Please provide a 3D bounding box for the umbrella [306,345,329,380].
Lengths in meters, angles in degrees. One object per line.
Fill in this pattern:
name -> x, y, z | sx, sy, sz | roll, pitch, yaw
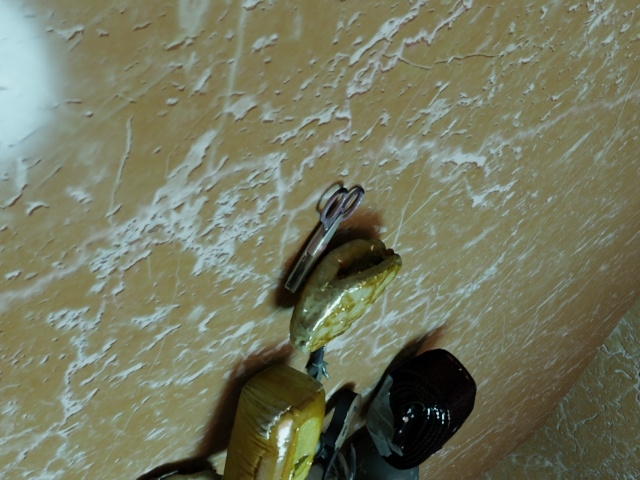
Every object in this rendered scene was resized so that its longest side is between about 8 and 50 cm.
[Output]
umbrella -> 0.003, 0.197, 1.346 | 0.269, 0.044, 0.044 | 100, 14, -51

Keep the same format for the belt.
belt -> 0.206, 0.375, 1.717 | 0.164, 0.184, 0.289 | -28, 150, -44

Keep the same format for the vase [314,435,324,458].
vase -> -0.045, 0.388, 1.517 | 0.086, 0.086, 0.214 | -43, 158, 0

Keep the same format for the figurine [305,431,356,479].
figurine -> 0.091, 0.594, 1.652 | 0.248, 0.388, 0.277 | -33, 149, -23

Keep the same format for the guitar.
guitar -> 0.019, 0.430, 1.579 | 0.084, 0.038, 0.271 | 48, 60, -67

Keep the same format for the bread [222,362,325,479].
bread -> -0.082, 0.342, 1.297 | 0.152, 0.119, 0.288 | -23, 136, -48

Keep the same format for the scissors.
scissors -> 0.000, 0.000, 1.074 | 0.085, 0.022, 0.176 | -9, 135, -59

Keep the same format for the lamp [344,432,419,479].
lamp -> 0.150, 0.529, 1.943 | 0.182, 0.182, 0.314 | -50, -176, 14

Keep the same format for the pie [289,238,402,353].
pie -> 0.032, 0.075, 1.156 | 0.205, 0.084, 0.179 | -23, 154, -49

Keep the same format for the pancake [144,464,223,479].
pancake -> -0.310, 0.525, 1.361 | 0.382, 0.071, 0.382 | -32, 151, -20
